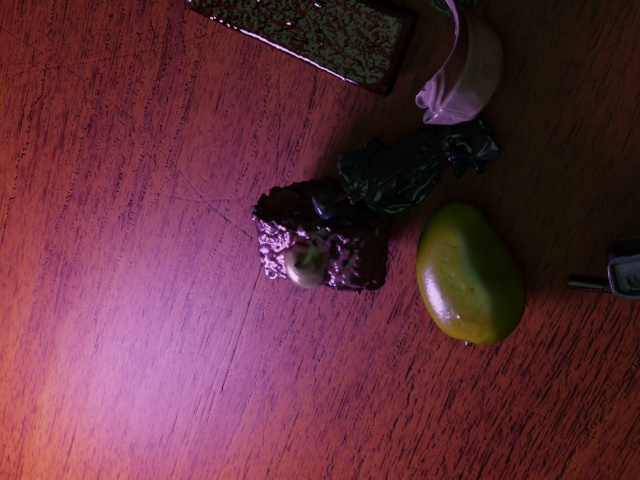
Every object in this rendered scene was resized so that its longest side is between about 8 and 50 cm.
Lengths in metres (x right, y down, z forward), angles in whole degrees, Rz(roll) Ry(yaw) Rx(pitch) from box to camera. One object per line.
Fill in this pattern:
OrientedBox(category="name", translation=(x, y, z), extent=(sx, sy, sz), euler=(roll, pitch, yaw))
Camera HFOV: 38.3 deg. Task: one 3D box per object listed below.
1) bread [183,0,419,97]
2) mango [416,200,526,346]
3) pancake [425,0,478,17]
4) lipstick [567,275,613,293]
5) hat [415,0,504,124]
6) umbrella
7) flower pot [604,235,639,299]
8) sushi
OrientedBox(category="bread", translation=(-0.034, -0.415, 1.668), extent=(0.417, 0.113, 0.165), euler=(27, 116, 7))
OrientedBox(category="mango", translation=(0.270, 0.066, 1.715), extent=(0.185, 0.149, 0.273), euler=(-29, 92, 33))
OrientedBox(category="pancake", translation=(0.233, -0.442, 1.617), extent=(0.108, 0.017, 0.108), euler=(6, 113, 14))
OrientedBox(category="lipstick", translation=(0.545, 0.087, 1.693), extent=(0.177, 0.027, 0.027), euler=(6, 111, 16))
OrientedBox(category="hat", translation=(0.248, -0.300, 1.521), extent=(0.164, 0.226, 0.219), euler=(14, 88, -5))
OrientedBox(category="umbrella", translation=(0.146, -0.131, 1.648), extent=(0.349, 0.094, 0.143), euler=(-28, 71, -4))
OrientedBox(category="flower pot", translation=(0.609, 0.022, 1.601), extent=(0.229, 0.108, 0.103), euler=(-24, 98, 24))
OrientedBox(category="sushi", translation=(0.000, 0.000, 1.743), extent=(0.270, 0.236, 0.170), euler=(10, 120, 12))
